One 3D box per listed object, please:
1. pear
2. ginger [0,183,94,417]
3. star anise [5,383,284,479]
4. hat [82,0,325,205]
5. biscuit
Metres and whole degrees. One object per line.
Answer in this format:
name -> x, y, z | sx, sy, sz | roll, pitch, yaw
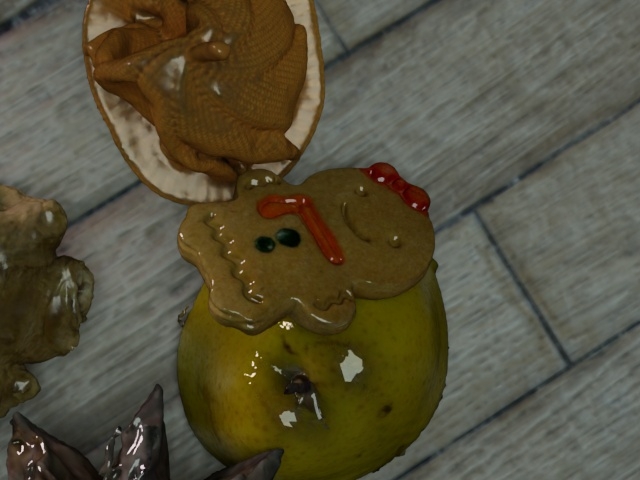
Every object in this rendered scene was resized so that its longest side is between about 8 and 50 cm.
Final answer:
pear -> 0.010, 0.103, 1.304 | 0.266, 0.178, 0.267 | -1, 94, -11
ginger -> -0.294, 0.075, 1.292 | 0.218, 0.123, 0.270 | -7, 102, -1
star anise -> -0.151, 0.279, 1.245 | 0.331, 0.117, 0.332 | 2, 101, 10
hat -> -0.081, -0.153, 1.254 | 0.233, 0.233, 0.244 | 40, 88, -8
biscuit -> 0.000, 0.000, 1.249 | 0.225, 0.036, 0.166 | -12, 55, -26
